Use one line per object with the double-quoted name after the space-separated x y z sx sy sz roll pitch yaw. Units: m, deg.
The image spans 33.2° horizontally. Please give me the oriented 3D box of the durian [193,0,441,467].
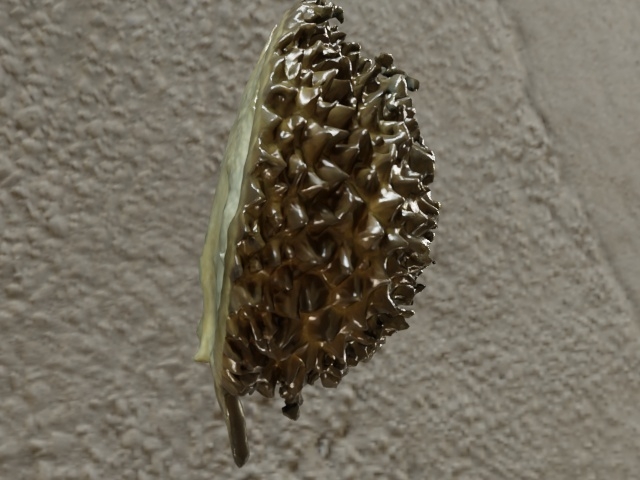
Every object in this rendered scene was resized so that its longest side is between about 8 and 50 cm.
0.000 0.000 0.426 0.091 0.148 0.189 16 86 -11 "durian"
